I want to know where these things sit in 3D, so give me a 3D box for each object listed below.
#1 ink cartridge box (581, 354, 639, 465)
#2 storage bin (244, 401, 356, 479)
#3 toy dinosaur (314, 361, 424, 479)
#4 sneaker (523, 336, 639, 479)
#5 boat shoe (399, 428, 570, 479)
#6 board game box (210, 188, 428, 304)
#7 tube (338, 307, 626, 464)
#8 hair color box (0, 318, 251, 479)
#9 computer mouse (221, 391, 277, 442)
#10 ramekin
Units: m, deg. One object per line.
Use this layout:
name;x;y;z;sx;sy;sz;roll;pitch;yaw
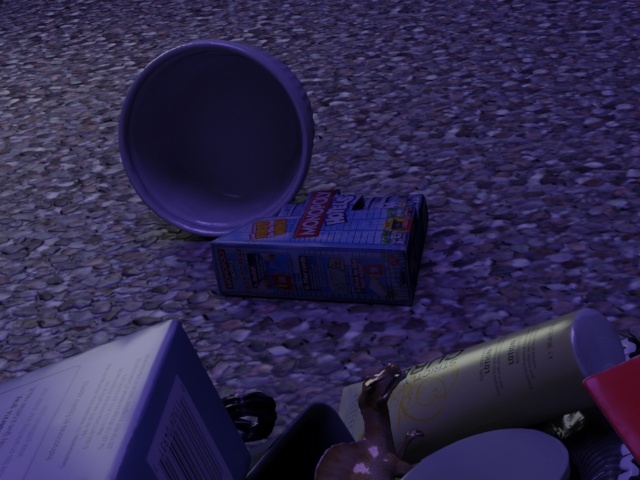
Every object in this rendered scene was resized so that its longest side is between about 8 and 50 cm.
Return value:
ink cartridge box;0.330;0.129;0.736;0.261;0.066;0.296;-19;59;-23
storage bin;-0.034;0.184;0.908;0.091;0.098;0.135;-26;11;36
toy dinosaur;0.032;0.174;0.890;0.053;0.092;0.183;-26;42;55
sneaker;0.174;0.146;0.934;0.106;0.078;0.234;-11;22;15
boat shoe;0.066;0.198;0.833;0.227;0.081;0.079;-33;40;-31
board game box;0.000;0.000;1.349;0.194;0.060;0.194;-3;24;10
tube;0.093;0.110;0.947;0.240;0.062;0.070;-24;-2;40
hair color box;-0.239;0.191;0.798;0.374;0.114;0.185;-20;20;13
computer mouse;-0.096;0.129;0.952;0.071;0.041;0.242;8;-23;-29
ramekin;-0.102;-0.116;1.483;0.207;0.207;0.109;-3;15;12
